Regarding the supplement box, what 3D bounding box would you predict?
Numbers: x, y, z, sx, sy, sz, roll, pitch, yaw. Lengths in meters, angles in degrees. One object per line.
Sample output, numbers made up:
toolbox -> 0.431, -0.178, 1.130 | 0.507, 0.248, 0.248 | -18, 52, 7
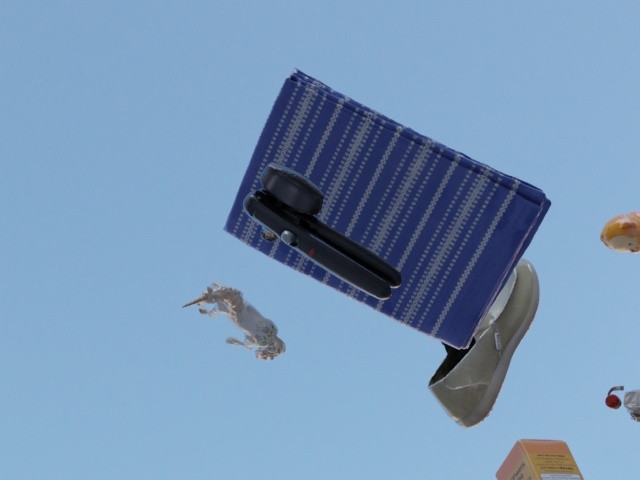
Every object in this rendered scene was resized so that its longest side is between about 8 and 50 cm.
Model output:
supplement box -> 0.297, 0.355, 1.616 | 0.080, 0.233, 0.078 | 6, -51, -26

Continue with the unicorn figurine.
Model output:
unicorn figurine -> -0.101, 0.085, 1.542 | 0.162, 0.111, 0.060 | 29, -105, -23

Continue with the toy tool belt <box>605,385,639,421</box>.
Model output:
toy tool belt -> 0.422, 0.218, 1.733 | 0.083, 0.052, 0.051 | -10, -32, 35

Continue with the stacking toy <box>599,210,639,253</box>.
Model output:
stacking toy -> 0.461, -0.031, 1.465 | 0.301, 0.166, 0.175 | -13, -24, 10

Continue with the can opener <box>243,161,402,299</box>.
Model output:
can opener -> 0.000, 0.000, 1.344 | 0.186, 0.059, 0.073 | 40, -42, 13

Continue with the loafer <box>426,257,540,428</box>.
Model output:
loafer -> 0.226, 0.127, 1.836 | 0.092, 0.269, 0.102 | 32, -29, -17

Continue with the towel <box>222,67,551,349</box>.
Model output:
towel -> 0.072, -0.032, 1.546 | 0.336, 0.040, 0.243 | 27, -58, 3
